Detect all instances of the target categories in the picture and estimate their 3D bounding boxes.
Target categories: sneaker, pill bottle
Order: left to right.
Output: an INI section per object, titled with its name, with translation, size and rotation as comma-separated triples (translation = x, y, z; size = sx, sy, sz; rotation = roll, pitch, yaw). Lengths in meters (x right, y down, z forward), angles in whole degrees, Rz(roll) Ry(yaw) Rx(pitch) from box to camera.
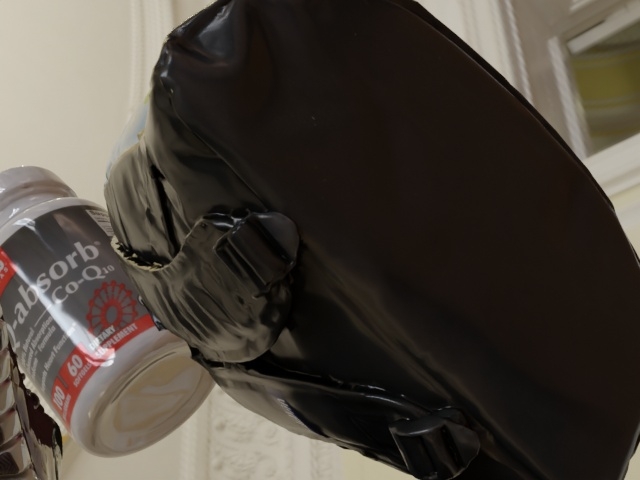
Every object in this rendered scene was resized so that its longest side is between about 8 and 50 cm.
[sneaker]
translation = -0.285, 0.123, 0.761
size = 0.162, 0.106, 0.282
rotation = -137, 35, -82
[pill bottle]
translation = -0.303, 0.077, 1.156
size = 0.363, 0.210, 0.210
rotation = 42, -158, 29

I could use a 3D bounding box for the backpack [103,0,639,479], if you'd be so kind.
[backpack]
translation = 0.000, 0.000, 0.564
size = 0.290, 0.355, 0.273
rotation = 44, -121, -11
